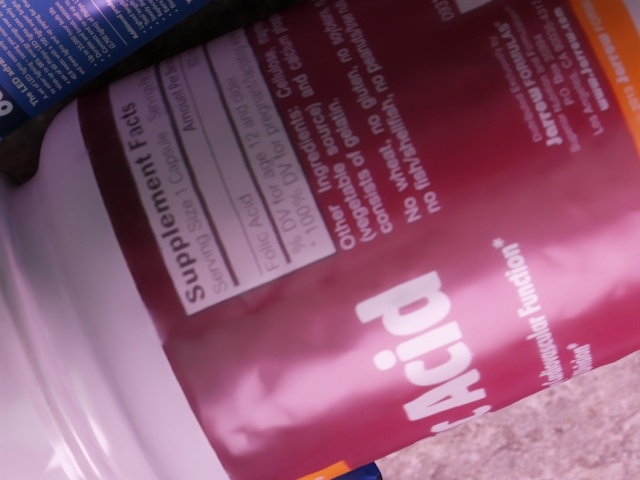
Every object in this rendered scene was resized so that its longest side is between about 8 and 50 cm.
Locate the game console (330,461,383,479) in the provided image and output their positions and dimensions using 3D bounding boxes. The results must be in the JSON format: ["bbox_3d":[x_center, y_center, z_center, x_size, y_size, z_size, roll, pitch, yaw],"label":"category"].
[{"bbox_3d":[-0.100,0.220,1.050,0.293,0.250,0.173,-15,97,-4],"label":"game console"}]

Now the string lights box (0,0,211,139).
[{"bbox_3d":[-0.121,-0.156,0.859,0.259,0.077,0.133,-32,122,8],"label":"string lights box"}]

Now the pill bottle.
[{"bbox_3d":[0.000,0.000,0.895,0.392,0.224,0.224,-23,124,2],"label":"pill bottle"}]
